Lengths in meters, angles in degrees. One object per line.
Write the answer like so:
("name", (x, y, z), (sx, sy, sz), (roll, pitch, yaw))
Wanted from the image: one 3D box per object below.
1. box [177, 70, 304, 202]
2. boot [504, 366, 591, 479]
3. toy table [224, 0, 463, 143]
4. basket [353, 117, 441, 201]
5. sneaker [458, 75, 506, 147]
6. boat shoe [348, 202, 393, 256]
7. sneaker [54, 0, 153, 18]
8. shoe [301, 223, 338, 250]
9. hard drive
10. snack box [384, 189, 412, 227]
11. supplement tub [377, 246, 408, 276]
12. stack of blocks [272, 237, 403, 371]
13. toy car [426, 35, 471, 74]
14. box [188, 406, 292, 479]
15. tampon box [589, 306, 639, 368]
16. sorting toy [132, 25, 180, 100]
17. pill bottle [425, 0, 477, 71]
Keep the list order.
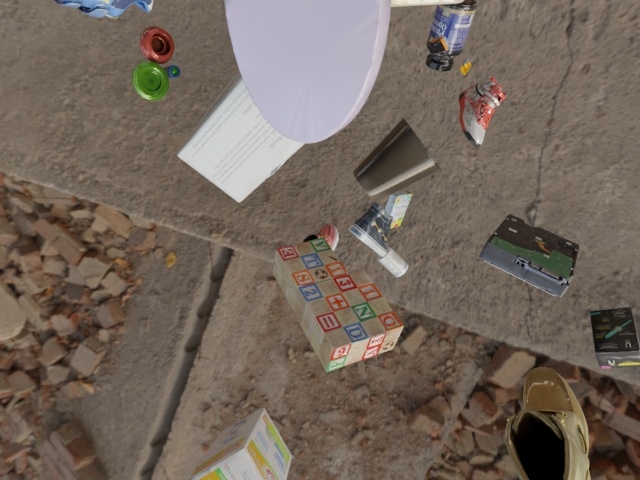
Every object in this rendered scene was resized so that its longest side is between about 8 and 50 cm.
("box", (-0.091, -0.187, 0.689), (0.119, 0.181, 0.181), (38, 127, -22))
("boot", (0.347, 0.288, 0.715), (0.095, 0.261, 0.203), (-15, 134, 31))
("toy table", (0.011, -0.263, 0.502), (0.252, 0.161, 0.274), (24, 127, 18))
("basket", (0.230, -0.240, 1.473), (0.227, 0.154, 0.204), (-35, 79, 17))
("sneaker", (0.562, -0.453, 1.595), (0.090, 0.270, 0.145), (32, 137, -31))
("boat shoe", (0.129, -0.022, 1.015), (0.065, 0.183, 0.083), (43, 95, 24))
("sneaker", (-0.217, -0.233, 0.430), (0.053, 0.144, 0.059), (37, 139, 32))
("shoe", (0.000, 0.000, 1.265), (0.064, 0.178, 0.081), (-7, 133, 25))
("hard drive", (0.625, 0.033, 1.370), (0.237, 0.339, 0.064), (28, 119, 21))
("snack box", (0.279, -0.114, 1.723), (0.037, 0.100, 0.141), (35, 121, 31))
("supplement tub", (0.278, 0.083, 1.780), (0.071, 0.071, 0.107), (-41, 106, 18))
("stack of blocks", (0.029, 0.128, 1.047), (0.297, 0.171, 0.087), (56, 147, 37))
("toy car", (0.330, -0.473, 1.183), (0.122, 0.060, 0.040), (44, 79, -9))
("box", (-0.129, 0.392, 0.801), (0.103, 0.203, 0.114), (-31, 86, 0))
("tampon box", (0.944, 0.313, 1.483), (0.120, 0.161, 0.101), (-13, 131, 33))
("sorting toy", (-0.235, -0.246, 0.653), (0.042, 0.061, 0.101), (15, 90, 46))
("pill bottle", (0.421, -0.682, 1.527), (0.123, 0.122, 0.219), (19, 135, 10))
